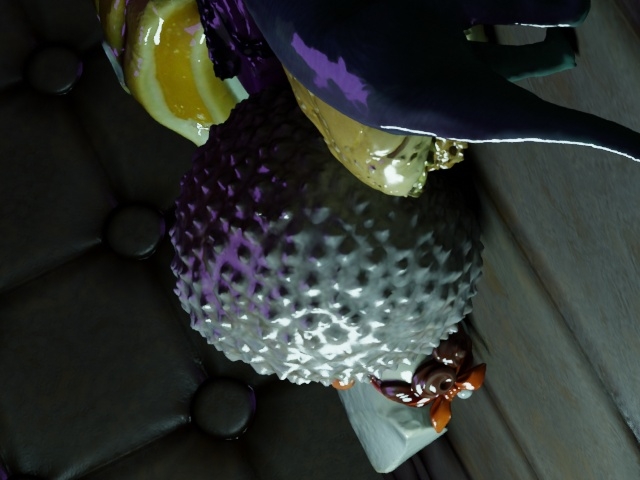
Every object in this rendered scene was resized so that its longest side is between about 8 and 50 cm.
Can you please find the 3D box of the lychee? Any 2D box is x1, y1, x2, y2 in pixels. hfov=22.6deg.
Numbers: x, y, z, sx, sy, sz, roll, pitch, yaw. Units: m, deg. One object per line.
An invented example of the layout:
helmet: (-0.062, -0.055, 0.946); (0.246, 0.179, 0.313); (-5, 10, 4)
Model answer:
lychee: (0.002, -0.001, 1.477); (0.300, 0.300, 0.300); (62, 173, 13)

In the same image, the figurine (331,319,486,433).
figurine: (0.083, 0.106, 1.775); (0.226, 0.183, 0.160); (50, 175, 24)

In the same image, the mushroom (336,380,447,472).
mushroom: (0.048, 0.122, 2.253); (0.397, 0.126, 0.177); (62, 163, 21)

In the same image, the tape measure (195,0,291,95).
tape measure: (-0.065, -0.259, 1.553); (0.245, 0.149, 0.231); (63, 172, 7)

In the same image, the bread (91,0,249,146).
bread: (-0.189, -0.303, 2.073); (0.300, 0.210, 0.341); (74, 172, -61)

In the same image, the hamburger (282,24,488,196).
hamburger: (0.029, -0.172, 1.218); (0.283, 0.145, 0.259); (60, 172, -16)

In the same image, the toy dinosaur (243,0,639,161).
toy dinosaur: (-0.018, -0.112, 0.973); (0.383, 0.331, 0.129); (62, 176, 26)
